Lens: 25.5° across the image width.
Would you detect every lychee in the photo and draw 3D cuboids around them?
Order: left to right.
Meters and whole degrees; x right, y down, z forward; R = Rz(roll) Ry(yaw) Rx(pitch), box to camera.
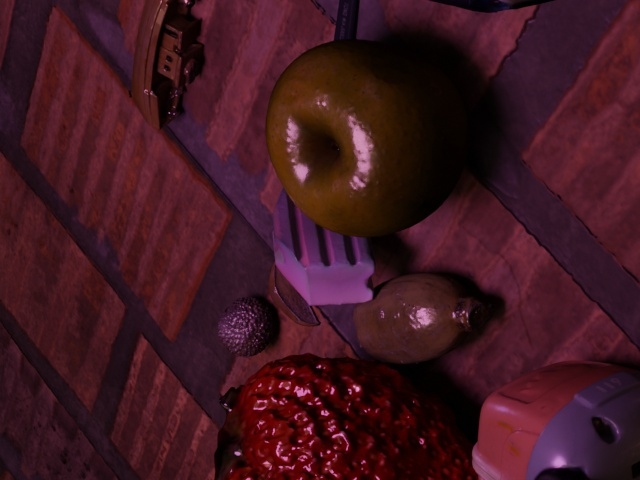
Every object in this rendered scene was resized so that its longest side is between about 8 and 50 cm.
[{"bbox_3d":[-0.089,0.105,1.706,0.067,0.068,0.083,26,143,-17],"label":"lychee"}]

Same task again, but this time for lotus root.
[{"bbox_3d":[0.099,0.080,1.446,0.183,0.077,0.090,-12,101,54],"label":"lotus root"}]

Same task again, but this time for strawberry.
[{"bbox_3d":[0.032,0.243,1.446,0.258,0.261,0.261,-10,102,47],"label":"strawberry"}]

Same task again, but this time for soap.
[{"bbox_3d":[0.000,0.000,1.486,0.149,0.100,0.056,-100,9,-51],"label":"soap"}]

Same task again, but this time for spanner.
[{"bbox_3d":[0.025,-0.238,1.406,0.046,0.012,0.208,35,135,34],"label":"spanner"}]

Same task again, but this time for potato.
[{"bbox_3d":[-0.042,0.067,1.645,0.037,0.036,0.093,-28,89,50],"label":"potato"}]

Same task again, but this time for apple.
[{"bbox_3d":[0.047,-0.099,1.338,0.196,0.157,0.196,27,130,38],"label":"apple"}]

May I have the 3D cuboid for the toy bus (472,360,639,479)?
[{"bbox_3d":[0.239,0.245,1.289,0.232,0.194,0.287,22,127,52],"label":"toy bus"}]

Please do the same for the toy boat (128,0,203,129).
[{"bbox_3d":[-0.171,-0.217,1.618,0.072,0.064,0.206,32,134,16],"label":"toy boat"}]

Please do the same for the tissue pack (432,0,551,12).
[{"bbox_3d":[0.071,-0.340,1.081,0.417,0.264,0.253,23,125,41],"label":"tissue pack"}]
